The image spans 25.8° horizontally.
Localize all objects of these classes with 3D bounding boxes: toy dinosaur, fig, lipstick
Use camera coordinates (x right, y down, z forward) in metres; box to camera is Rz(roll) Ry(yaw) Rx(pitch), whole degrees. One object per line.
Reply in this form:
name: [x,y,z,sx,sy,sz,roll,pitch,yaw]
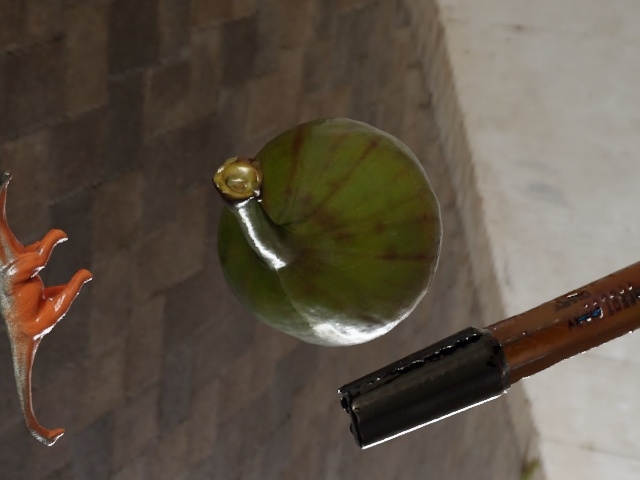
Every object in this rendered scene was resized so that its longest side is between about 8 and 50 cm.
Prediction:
toy dinosaur: [-0.251,0.059,1.237,0.101,0.055,0.280,-37,126,-33]
fig: [0.000,0.000,0.863,0.259,0.151,0.151,-29,127,-82]
lipstick: [0.215,0.101,1.420,0.077,0.418,0.077,158,-90,-80]
